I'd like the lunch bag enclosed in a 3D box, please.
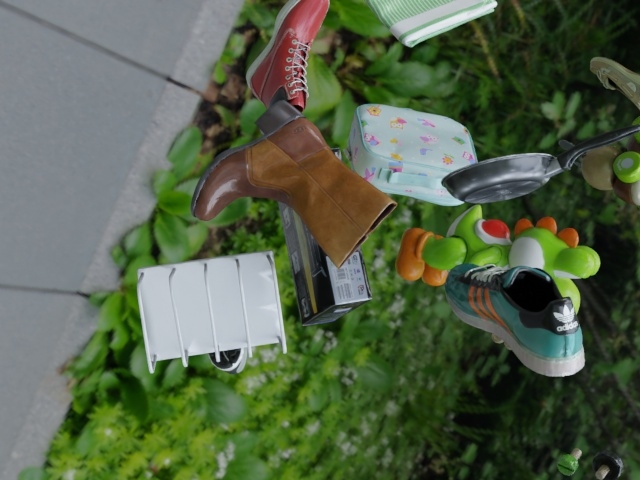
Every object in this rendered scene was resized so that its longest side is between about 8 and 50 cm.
[{"bbox_3d":[0.190,-0.180,1.947,0.224,0.279,0.108,-94,-162,-47],"label":"lunch bag"}]

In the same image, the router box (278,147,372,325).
[{"bbox_3d":[0.000,0.000,1.841,0.081,0.309,0.243,-8,168,-18],"label":"router box"}]

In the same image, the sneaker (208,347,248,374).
[{"bbox_3d":[-0.218,0.192,2.182,0.108,0.100,0.272,67,21,-61],"label":"sneaker"}]

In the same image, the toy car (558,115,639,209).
[{"bbox_3d":[0.537,-0.148,1.669,0.155,0.188,0.149,38,75,-46],"label":"toy car"}]

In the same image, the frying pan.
[{"bbox_3d":[0.366,-0.116,1.536,0.197,0.326,0.053,47,34,-76],"label":"frying pan"}]

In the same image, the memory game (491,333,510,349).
[{"bbox_3d":[0.485,0.179,2.207,0.186,0.186,0.012,-57,138,-11],"label":"memory game"}]

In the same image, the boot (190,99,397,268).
[{"bbox_3d":[-0.052,-0.057,1.544,0.264,0.280,0.096,-43,165,-2],"label":"boot"}]

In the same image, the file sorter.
[{"bbox_3d":[-0.214,0.141,1.792,0.173,0.277,0.193,-132,-146,-81],"label":"file sorter"}]

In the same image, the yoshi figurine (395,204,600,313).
[{"bbox_3d":[0.330,0.075,1.690,0.203,0.362,0.203,-54,134,-36],"label":"yoshi figurine"}]

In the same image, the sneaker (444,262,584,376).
[{"bbox_3d":[0.281,0.078,1.337,0.108,0.302,0.121,-15,115,-20],"label":"sneaker"}]

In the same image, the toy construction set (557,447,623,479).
[{"bbox_3d":[0.561,0.567,1.653,0.237,0.257,0.309,-29,103,-46],"label":"toy construction set"}]

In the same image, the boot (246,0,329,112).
[{"bbox_3d":[-0.038,-0.340,1.713,0.088,0.176,0.244,14,121,-36],"label":"boot"}]

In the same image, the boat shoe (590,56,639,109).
[{"bbox_3d":[0.518,-0.273,1.581,0.056,0.153,0.048,29,101,-46],"label":"boat shoe"}]

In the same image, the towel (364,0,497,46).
[{"bbox_3d":[0.162,-0.535,1.746,0.248,0.325,0.038,-28,169,-23],"label":"towel"}]
